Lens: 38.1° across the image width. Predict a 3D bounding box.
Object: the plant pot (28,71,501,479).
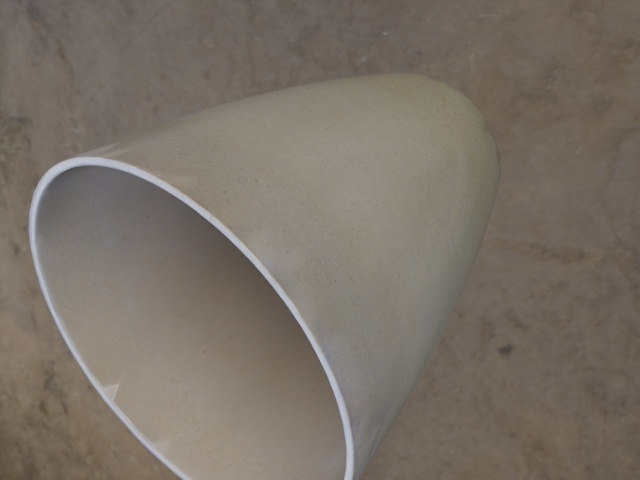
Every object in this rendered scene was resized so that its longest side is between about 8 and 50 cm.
[{"bbox_3d":[0.000,0.000,0.621,0.256,0.274,0.257,27,136,29],"label":"plant pot"}]
